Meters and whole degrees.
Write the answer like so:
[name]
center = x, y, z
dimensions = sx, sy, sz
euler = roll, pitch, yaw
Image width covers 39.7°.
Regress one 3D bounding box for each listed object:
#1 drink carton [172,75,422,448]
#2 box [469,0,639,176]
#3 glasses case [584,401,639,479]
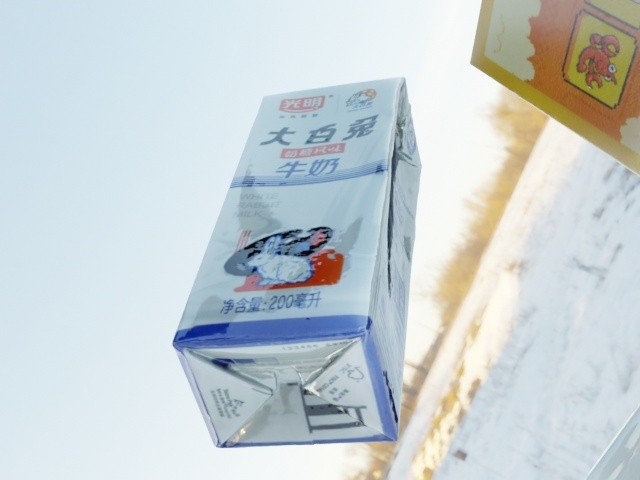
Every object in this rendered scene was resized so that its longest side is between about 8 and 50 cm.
[drink carton]
center = 0.000, 0.000, 0.658
dimensions = 0.315, 0.130, 0.107
euler = -78, -21, -51
[box]
center = 0.298, -0.228, 0.649
dimensions = 0.283, 0.214, 0.260
euler = -22, -43, -27
[glasses case]
center = 0.390, 0.256, 1.072
dimensions = 0.193, 0.074, 0.049
euler = -45, -18, -24
